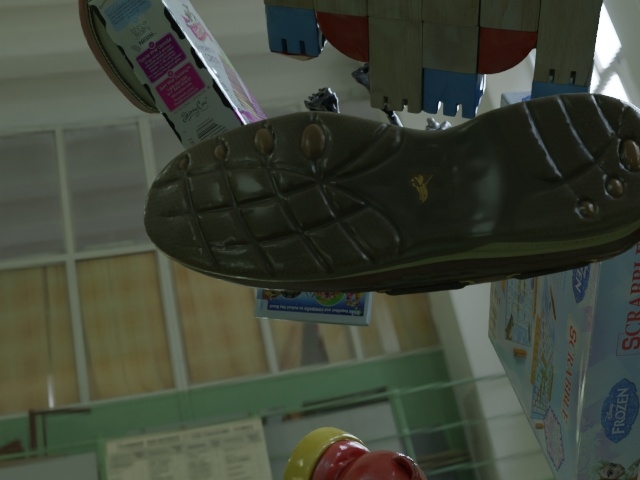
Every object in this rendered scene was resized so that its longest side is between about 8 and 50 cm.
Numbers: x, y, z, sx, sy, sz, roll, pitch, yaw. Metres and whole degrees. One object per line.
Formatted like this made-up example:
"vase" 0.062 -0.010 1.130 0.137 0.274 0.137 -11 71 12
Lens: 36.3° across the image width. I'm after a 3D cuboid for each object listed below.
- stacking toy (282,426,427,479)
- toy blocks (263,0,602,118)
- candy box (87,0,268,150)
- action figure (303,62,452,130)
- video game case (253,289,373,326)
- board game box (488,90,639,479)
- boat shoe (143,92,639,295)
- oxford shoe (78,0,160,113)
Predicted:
"stacking toy" 0.027 0.370 0.940 0.130 0.309 0.279 -3 22 43
"toy blocks" 0.098 -0.225 0.843 0.381 0.191 0.261 10 -45 15
"candy box" -0.133 -0.169 1.052 0.071 0.233 0.159 -35 -2 10
"action figure" 0.106 -0.102 1.275 0.164 0.141 0.276 -32 -72 11
"video game case" 0.000 0.000 0.719 0.087 0.122 0.011 3 -14 18
"board game box" 0.246 0.049 0.991 0.065 0.318 0.319 -5 -61 -4
"boat shoe" 0.027 -0.006 0.341 0.177 0.064 0.060 -4 -28 14
"oxford shoe" -0.227 -0.332 1.268 0.146 0.140 0.397 11 -44 26
